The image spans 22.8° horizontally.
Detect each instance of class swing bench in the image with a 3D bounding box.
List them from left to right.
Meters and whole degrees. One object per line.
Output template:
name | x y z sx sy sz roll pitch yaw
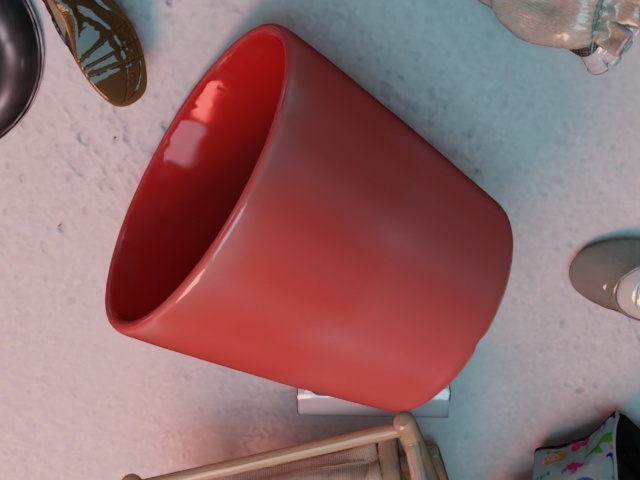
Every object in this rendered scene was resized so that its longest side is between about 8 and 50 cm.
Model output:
swing bench | -0.010 0.268 1.389 0.253 0.255 0.165 -13 75 6

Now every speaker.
speaker | 0.048 0.129 1.407 0.136 0.055 0.055 1 113 2

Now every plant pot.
plant pot | 0.000 0.000 1.256 0.243 0.275 0.275 27 112 -21

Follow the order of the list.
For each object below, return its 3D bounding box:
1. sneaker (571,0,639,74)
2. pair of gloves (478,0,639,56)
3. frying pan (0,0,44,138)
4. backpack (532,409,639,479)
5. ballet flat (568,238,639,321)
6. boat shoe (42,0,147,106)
sneaker | 0.239 -0.213 1.252 0.076 0.065 0.166 31 109 -6
pair of gloves | 0.186 -0.269 1.209 0.204 0.042 0.240 28 111 11
frying pan | -0.336 -0.213 1.283 0.197 0.053 0.326 -6 116 4
backpack | 0.255 0.300 1.363 0.191 0.253 0.225 -31 109 14
ballet flat | 0.320 0.048 1.354 0.213 0.068 0.072 12 113 -2
boat shoe | -0.188 -0.180 1.288 0.056 0.049 0.152 -27 106 -7
